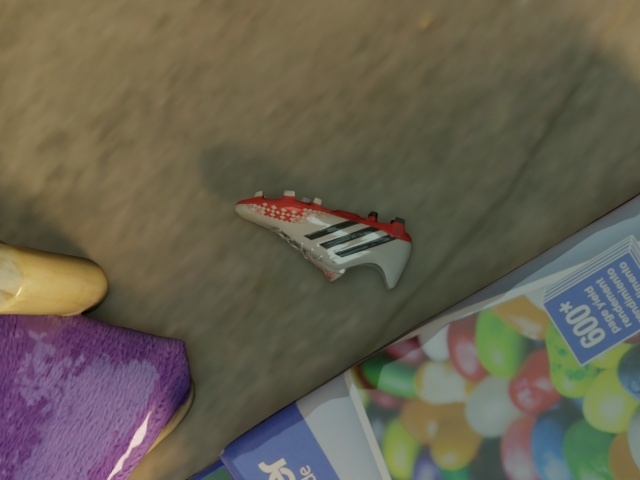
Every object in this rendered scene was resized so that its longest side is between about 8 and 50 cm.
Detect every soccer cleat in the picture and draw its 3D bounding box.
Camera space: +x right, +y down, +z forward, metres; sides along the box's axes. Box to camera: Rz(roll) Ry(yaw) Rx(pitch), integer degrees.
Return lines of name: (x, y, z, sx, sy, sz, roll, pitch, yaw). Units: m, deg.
soccer cleat: (0.000, 0.000, 0.630, 0.083, 0.029, 0.035, 12, 83, 0)

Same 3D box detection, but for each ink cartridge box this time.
ink cartridge box: (0.093, 0.114, 0.602, 0.311, 0.065, 0.185, -31, 85, 3)

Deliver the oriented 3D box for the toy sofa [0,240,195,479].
toy sofa: (-0.209, 0.157, 0.573, 0.177, 0.150, 0.362, 29, 88, 6)
